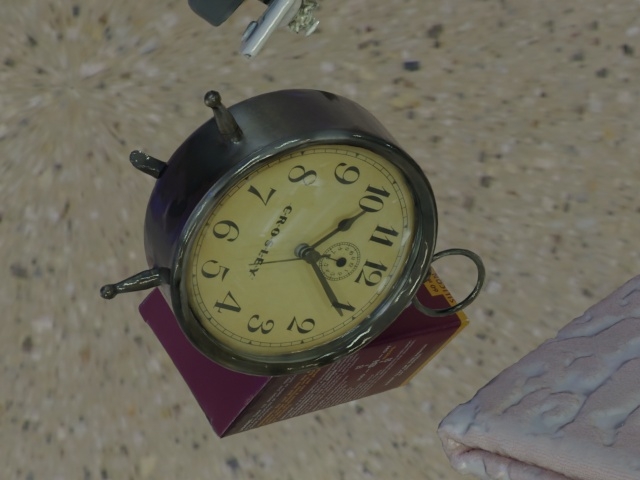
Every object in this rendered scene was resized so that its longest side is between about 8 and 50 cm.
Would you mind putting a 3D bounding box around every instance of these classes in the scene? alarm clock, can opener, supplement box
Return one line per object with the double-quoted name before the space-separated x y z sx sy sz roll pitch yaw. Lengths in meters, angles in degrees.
"alarm clock" 0.000 0.000 0.817 0.192 0.064 0.129 19 111 -32
"can opener" 0.012 -0.238 1.188 0.093 0.074 0.280 36 113 -13
"supplement box" -0.008 0.048 1.135 0.081 0.188 0.104 -48 66 35

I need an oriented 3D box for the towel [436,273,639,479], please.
"towel" 0.274 0.052 0.914 0.332 0.317 0.053 -30 112 -29
